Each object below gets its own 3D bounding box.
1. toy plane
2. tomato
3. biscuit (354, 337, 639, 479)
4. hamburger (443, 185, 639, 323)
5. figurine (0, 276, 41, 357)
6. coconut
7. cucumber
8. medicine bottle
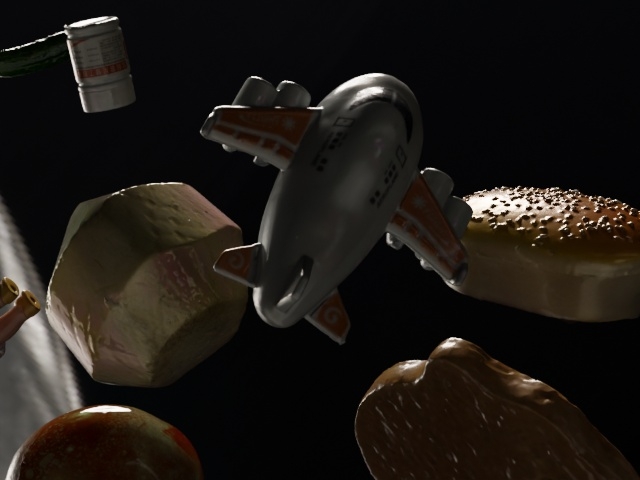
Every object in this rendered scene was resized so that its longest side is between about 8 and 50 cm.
[{"bbox_3d":[0.013,-0.035,1.224,0.244,0.245,0.117,39,-23,-2],"label":"toy plane"},{"bbox_3d":[-0.279,0.354,1.993,0.270,0.270,0.223,39,28,-51],"label":"tomato"},{"bbox_3d":[0.210,0.274,1.647,0.385,0.062,0.365,46,-33,5],"label":"biscuit"},{"bbox_3d":[0.291,0.011,1.950,0.295,0.151,0.227,17,16,29],"label":"hamburger"},{"bbox_3d":[-0.399,0.127,1.575,0.116,0.240,0.175,42,0,44],"label":"figurine"},{"bbox_3d":[-0.217,0.046,1.830,0.259,0.259,0.259,39,0,0],"label":"coconut"},{"bbox_3d":[-0.324,-0.221,1.789,0.037,0.155,0.037,56,-22,37],"label":"cucumber"},{"bbox_3d":[-0.223,-0.179,1.539,0.057,0.057,0.089,-141,-142,-69],"label":"medicine bottle"}]
